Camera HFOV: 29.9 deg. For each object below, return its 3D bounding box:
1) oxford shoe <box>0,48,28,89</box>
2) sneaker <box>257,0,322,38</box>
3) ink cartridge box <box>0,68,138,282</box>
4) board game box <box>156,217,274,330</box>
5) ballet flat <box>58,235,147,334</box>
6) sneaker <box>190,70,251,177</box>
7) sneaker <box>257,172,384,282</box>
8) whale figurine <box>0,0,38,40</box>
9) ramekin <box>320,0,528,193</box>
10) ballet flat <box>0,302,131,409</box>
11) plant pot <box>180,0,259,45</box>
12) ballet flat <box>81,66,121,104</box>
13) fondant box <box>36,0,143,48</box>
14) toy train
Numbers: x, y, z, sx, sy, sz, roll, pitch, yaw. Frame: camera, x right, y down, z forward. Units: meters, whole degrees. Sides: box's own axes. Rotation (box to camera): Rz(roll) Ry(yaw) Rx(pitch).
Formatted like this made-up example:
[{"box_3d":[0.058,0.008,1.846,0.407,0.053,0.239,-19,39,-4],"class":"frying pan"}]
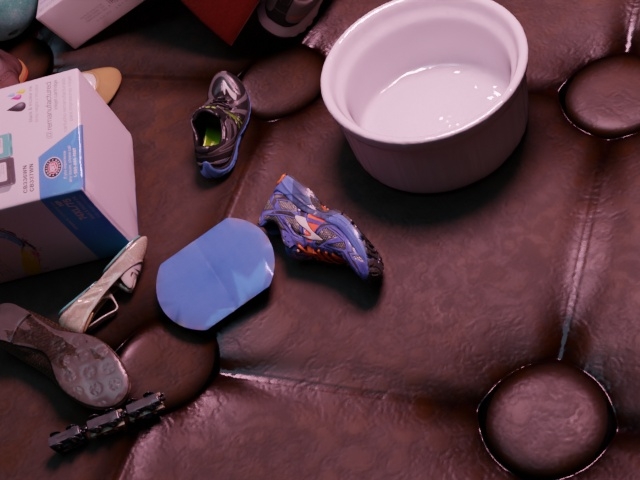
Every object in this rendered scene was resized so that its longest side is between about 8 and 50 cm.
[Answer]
[{"box_3d":[-0.530,-0.275,1.918,0.097,0.098,0.271,-36,35,-7],"class":"oxford shoe"},{"box_3d":[0.000,-0.436,1.859,0.100,0.108,0.271,30,67,-3],"class":"sneaker"},{"box_3d":[-0.419,-0.079,1.669,0.270,0.197,0.198,-14,63,9],"class":"ink cartridge box"},{"box_3d":[-0.134,0.052,1.598,0.169,0.033,0.133,-36,55,-2],"class":"board game box"},{"box_3d":[-0.284,0.067,1.633,0.052,0.057,0.168,41,76,9],"class":"ballet flat"},{"box_3d":[-0.147,-0.180,1.748,0.067,0.078,0.188,-4,52,16],"class":"sneaker"},{"box_3d":[0.000,0.000,1.571,0.087,0.083,0.221,-49,48,-3],"class":"sneaker"},{"box_3d":[-0.593,-0.374,1.999,0.272,0.216,0.141,-35,87,-10],"class":"whale figurine"},{"box_3d":[0.150,-0.196,1.622,0.277,0.135,0.277,-9,52,12],"class":"ramekin"},{"box_3d":[-0.342,0.156,1.580,0.250,0.058,0.084,23,67,27],"class":"ballet flat"},{"box_3d":[-0.143,-0.511,1.811,0.236,0.267,0.267,30,54,-9],"class":"plant pot"},{"box_3d":[-0.398,-0.204,1.856,0.080,0.073,0.232,24,64,31],"class":"ballet flat"},{"box_3d":[-0.353,-0.513,2.013,0.238,0.096,0.330,-28,45,27],"class":"fondant box"},{"box_3d":[-0.265,0.229,1.503,0.158,0.036,0.027,-23,54,2],"class":"toy train"}]
